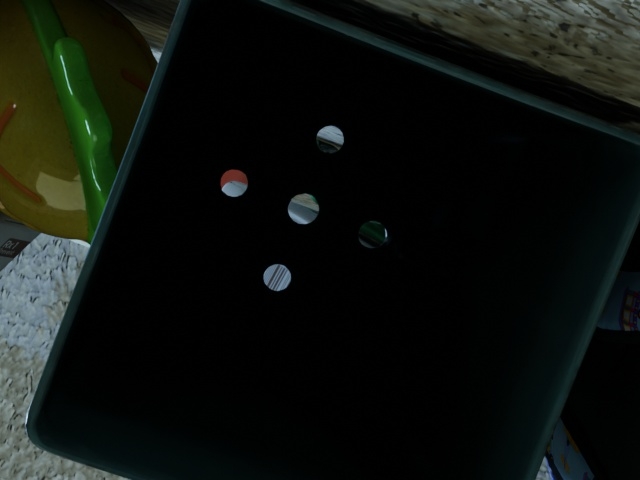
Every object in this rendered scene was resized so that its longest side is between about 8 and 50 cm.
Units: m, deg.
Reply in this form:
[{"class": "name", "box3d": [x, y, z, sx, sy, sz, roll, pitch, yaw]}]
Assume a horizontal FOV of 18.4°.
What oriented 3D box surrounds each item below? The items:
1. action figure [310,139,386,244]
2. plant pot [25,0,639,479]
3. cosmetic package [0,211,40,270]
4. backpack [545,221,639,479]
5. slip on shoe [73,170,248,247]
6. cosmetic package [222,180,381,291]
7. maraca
[{"class": "action figure", "box3d": [0.067, -0.011, 1.234, 0.232, 0.063, 0.137, 28, -174, 39]}, {"class": "plant pot", "box3d": [0.000, 0.000, 0.757, 0.165, 0.166, 0.234, 20, -173, -7]}, {"class": "cosmetic package", "box3d": [-0.256, -0.064, 0.952, 0.238, 0.107, 0.127, 53, -168, 18]}, {"class": "backpack", "box3d": [0.145, 0.051, 0.724, 0.117, 0.158, 0.173, 2, -163, -13]}, {"class": "slip on shoe", "box3d": [-0.177, -0.075, 1.303, 0.331, 0.123, 0.101, 25, 175, 6]}, {"class": "cosmetic package", "box3d": [0.015, 0.037, 1.254, 0.117, 0.085, 0.231, 32, -174, 22]}, {"class": "maraca", "box3d": [-0.113, -0.053, 0.887, 0.099, 0.127, 0.186, -20, -157, -12]}]
